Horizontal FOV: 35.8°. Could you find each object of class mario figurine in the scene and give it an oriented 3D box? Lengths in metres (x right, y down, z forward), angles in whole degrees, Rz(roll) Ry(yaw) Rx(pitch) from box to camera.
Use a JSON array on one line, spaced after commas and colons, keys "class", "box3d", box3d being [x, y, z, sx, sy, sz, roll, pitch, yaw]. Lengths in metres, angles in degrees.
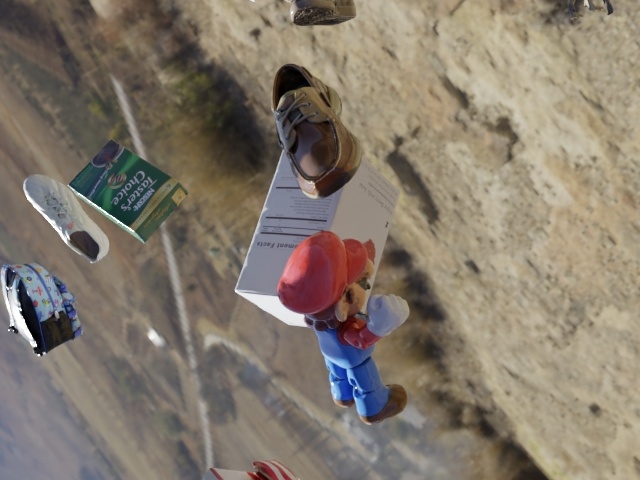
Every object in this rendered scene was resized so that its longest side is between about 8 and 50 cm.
[{"class": "mario figurine", "box3d": [0.057, 0.113, 1.473, 0.198, 0.170, 0.321, -3, 128, 21]}]

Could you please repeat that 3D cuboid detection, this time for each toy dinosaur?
[{"class": "toy dinosaur", "box3d": [0.340, -0.340, 1.291, 0.053, 0.183, 0.093, -9, 88, 43]}]

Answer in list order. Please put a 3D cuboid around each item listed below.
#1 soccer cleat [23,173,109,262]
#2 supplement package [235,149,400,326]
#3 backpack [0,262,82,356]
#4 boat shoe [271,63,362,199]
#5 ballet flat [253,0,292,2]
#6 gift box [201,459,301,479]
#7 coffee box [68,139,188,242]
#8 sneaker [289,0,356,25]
[{"class": "soccer cleat", "box3d": [-0.456, -0.041, 1.780, 0.196, 0.068, 0.076, 47, -168, -16]}, {"class": "supplement package", "box3d": [0.000, 0.000, 1.820, 0.175, 0.293, 0.177, 4, 159, 37]}, {"class": "backpack", "box3d": [-0.560, 0.118, 1.966, 0.158, 0.116, 0.173, 26, 133, 47]}, {"class": "boat shoe", "box3d": [-0.026, -0.184, 1.595, 0.120, 0.122, 0.324, 44, -165, -31]}, {"class": "ballet flat", "box3d": [-0.098, -0.491, 1.870, 0.280, 0.095, 0.096, 13, 159, -13]}, {"class": "gift box", "box3d": [-0.075, 0.486, 1.486, 0.255, 0.258, 0.276, 38, -170, 33]}, {"class": "coffee box", "box3d": [-0.314, -0.084, 1.614, 0.184, 0.113, 0.040, 33, 165, 33]}, {"class": "sneaker", "box3d": [-0.005, -0.363, 1.479, 0.188, 0.066, 0.071, -20, -88, -68]}]
